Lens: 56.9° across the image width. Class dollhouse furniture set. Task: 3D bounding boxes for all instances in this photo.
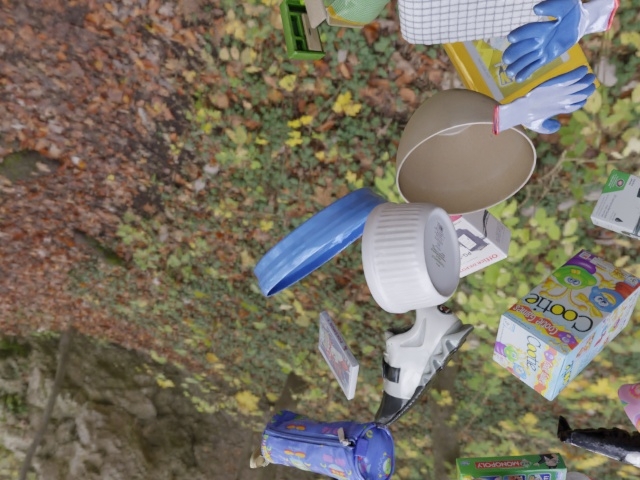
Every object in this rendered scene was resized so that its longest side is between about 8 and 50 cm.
[{"bbox_3d":[0.075,-0.578,1.535,0.302,0.151,0.197,-9,174,-35],"label":"dollhouse furniture set"}]

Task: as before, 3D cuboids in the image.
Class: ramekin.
[{"bbox_3d":[0.173,0.027,1.072,0.109,0.207,0.207,-8,161,35],"label":"ramekin"}]

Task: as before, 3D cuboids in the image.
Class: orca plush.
[{"bbox_3d":[0.637,0.399,1.199,0.287,0.102,0.151,14,174,25],"label":"orca plush"}]

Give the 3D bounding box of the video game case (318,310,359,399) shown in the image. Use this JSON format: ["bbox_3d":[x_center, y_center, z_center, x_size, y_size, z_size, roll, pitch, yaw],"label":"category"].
[{"bbox_3d":[0.045,0.314,1.608,0.023,0.183,0.201,-21,145,-18],"label":"video game case"}]

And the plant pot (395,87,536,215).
[{"bbox_3d":[0.292,-0.214,1.269,0.284,0.191,0.284,-3,145,-2],"label":"plant pot"}]

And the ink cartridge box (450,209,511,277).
[{"bbox_3d":[0.373,-0.024,1.607,0.237,0.100,0.172,37,140,-18],"label":"ink cartridge box"}]

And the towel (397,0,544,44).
[{"bbox_3d":[0.281,-0.497,1.096,0.284,0.121,0.235,-5,155,9],"label":"towel"}]

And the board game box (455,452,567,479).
[{"bbox_3d":[0.395,0.592,1.256,0.214,0.317,0.046,-4,-156,1],"label":"board game box"}]

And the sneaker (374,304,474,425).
[{"bbox_3d":[0.188,0.265,1.290,0.146,0.330,0.122,38,-156,21],"label":"sneaker"}]

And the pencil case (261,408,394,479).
[{"bbox_3d":[0.008,0.420,1.213,0.306,0.119,0.133,-8,139,44],"label":"pencil case"}]

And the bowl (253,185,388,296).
[{"bbox_3d":[0.000,0.000,1.490,0.391,0.077,0.391,-35,173,-5],"label":"bowl"}]

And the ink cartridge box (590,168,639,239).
[{"bbox_3d":[0.869,-0.085,1.600,0.208,0.153,0.087,25,-179,32],"label":"ink cartridge box"}]

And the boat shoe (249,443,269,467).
[{"bbox_3d":[-0.151,0.635,1.760,0.048,0.056,0.153,3,-176,32],"label":"boat shoe"}]

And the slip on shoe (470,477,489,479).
[{"bbox_3d":[0.416,0.569,1.130,0.331,0.123,0.101,32,-161,9],"label":"slip on shoe"}]

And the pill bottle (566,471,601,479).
[{"bbox_3d":[0.621,0.587,1.303,0.193,0.108,0.108,25,161,-21],"label":"pill bottle"}]

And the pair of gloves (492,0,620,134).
[{"bbox_3d":[0.285,-0.206,0.727,0.159,0.023,0.198,-22,138,-10],"label":"pair of gloves"}]

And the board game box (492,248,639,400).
[{"bbox_3d":[0.498,0.163,1.195,0.142,0.275,0.144,36,144,37],"label":"board game box"}]

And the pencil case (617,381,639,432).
[{"bbox_3d":[0.600,0.211,0.878,0.124,0.124,0.284,17,133,-38],"label":"pencil case"}]

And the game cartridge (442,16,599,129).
[{"bbox_3d":[0.498,-0.455,1.486,0.285,0.323,0.052,-31,-178,5],"label":"game cartridge"}]
